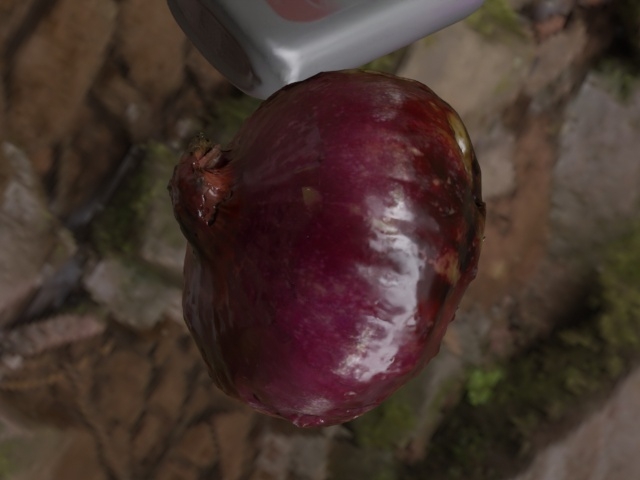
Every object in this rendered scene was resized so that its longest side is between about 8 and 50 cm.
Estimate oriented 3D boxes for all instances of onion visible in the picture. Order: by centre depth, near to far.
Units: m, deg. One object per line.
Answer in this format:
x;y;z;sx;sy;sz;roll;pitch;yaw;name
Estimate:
0.000;0.000;0.519;0.097;0.107;0.107;23;98;-17;onion

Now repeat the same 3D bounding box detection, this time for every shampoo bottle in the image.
0.025;-0.109;0.695;0.165;0.080;0.040;-27;145;-26;shampoo bottle
